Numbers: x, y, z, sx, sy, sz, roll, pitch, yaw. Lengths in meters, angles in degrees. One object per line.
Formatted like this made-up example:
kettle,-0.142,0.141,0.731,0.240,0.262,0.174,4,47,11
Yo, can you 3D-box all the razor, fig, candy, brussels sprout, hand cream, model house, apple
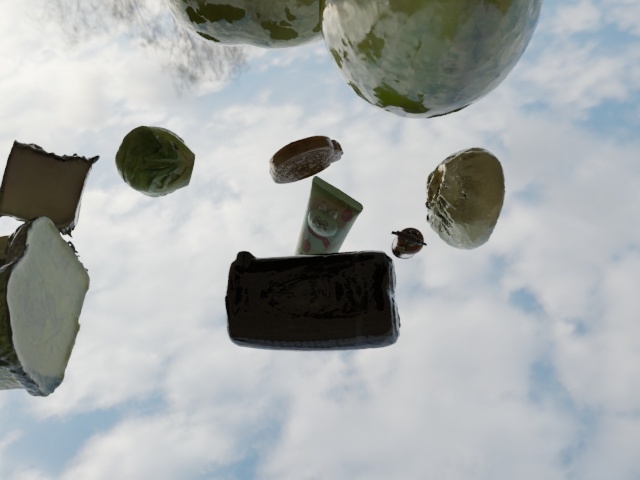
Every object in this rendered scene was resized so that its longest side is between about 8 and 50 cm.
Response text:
razor,-0.016,0.118,1.120,0.348,0.113,0.205,-1,-113,5
fig,0.123,-0.269,0.633,0.257,0.258,0.326,-12,-169,1
candy,-0.615,-0.117,1.269,0.184,0.137,0.195,14,-96,-19
brussels sprout,-0.473,-0.227,1.607,0.223,0.223,0.161,-46,-161,-23
hand cream,0.000,0.000,1.388,0.147,0.306,0.093,34,-145,19
model house,-0.632,0.127,1.075,0.266,0.261,0.321,-7,-132,5
apple,-0.110,-0.602,1.109,0.473,0.474,0.474,-5,-128,6

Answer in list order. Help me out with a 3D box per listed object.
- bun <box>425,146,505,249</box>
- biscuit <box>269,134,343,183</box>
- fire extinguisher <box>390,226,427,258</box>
bun,0.355,-0.112,1.454,0.146,0.287,0.287,6,-130,-16
biscuit,-0.032,-0.176,1.168,0.170,0.170,0.050,-21,-100,-6
fire extinguisher,0.150,0.003,0.984,0.062,0.177,0.050,22,-94,6
